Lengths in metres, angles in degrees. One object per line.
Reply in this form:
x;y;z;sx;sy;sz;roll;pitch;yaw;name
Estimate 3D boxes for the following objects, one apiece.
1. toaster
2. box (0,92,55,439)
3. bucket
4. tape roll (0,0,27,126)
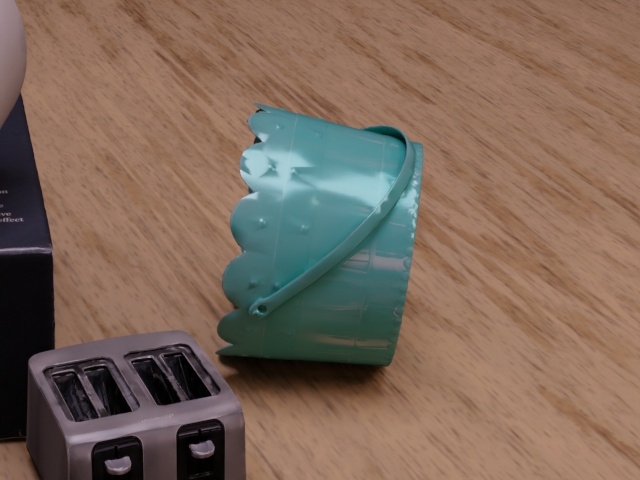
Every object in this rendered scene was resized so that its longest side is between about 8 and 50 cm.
-0.170;0.170;1.285;0.168;0.110;0.186;-7;29;-24;toaster
-0.430;0.017;1.433;0.293;0.212;0.395;-3;29;-14;box
0.000;0.000;1.487;0.183;0.281;0.281;8;27;-1;bucket
-0.399;-0.152;1.269;0.246;0.246;0.169;5;28;0;tape roll
